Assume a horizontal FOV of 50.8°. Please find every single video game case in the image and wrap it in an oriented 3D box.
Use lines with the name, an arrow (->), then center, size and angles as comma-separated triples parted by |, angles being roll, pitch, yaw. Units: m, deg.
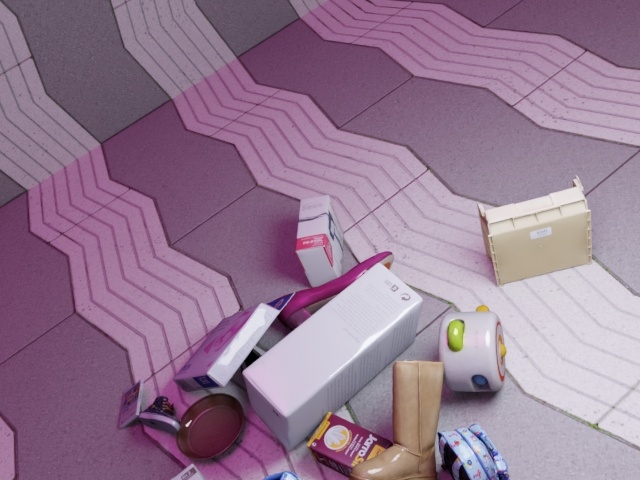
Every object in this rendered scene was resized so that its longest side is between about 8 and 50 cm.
video game case -> -0.547, 0.473, 1.954 | 0.087, 0.011, 0.122 | -40, 35, 26

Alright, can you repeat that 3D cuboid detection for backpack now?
backpack -> 0.326, 0.471, 1.454 | 0.117, 0.173, 0.158 | -29, 40, -5

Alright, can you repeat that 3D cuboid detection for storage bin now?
storage bin -> 0.572, -0.025, 1.801 | 0.262, 0.260, 0.123 | -14, 46, 10

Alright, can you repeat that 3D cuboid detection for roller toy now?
roller toy -> 0.376, 0.267, 1.634 | 0.146, 0.191, 0.209 | -5, 8, 22

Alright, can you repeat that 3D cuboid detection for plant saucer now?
plant saucer -> -0.292, 0.504, 1.812 | 0.198, 0.036, 0.199 | -14, 42, 13

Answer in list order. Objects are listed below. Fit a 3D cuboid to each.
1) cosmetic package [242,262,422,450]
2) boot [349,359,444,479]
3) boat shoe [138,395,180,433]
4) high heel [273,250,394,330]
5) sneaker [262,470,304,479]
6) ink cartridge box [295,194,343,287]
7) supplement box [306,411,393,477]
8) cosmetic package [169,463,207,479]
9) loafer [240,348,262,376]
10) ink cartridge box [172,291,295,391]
cosmetic package -> 0.038, 0.287, 1.688 | 0.453, 0.230, 0.161 | -37, 61, -23
boot -> 0.171, 0.402, 1.503 | 0.089, 0.236, 0.270 | -7, 78, 56
boat shoe -> -0.429, 0.474, 1.859 | 0.183, 0.065, 0.083 | -6, 39, 47
high heel -> 0.034, 0.123, 1.984 | 0.377, 0.127, 0.181 | -38, 53, -11
sneaker -> -0.036, 0.591, 1.532 | 0.240, 0.126, 0.091 | 0, 47, 26
ink cartridge box -> 0.000, 0.000, 2.103 | 0.100, 0.172, 0.237 | -11, 42, 14
supplement box -> 0.076, 0.502, 1.608 | 0.188, 0.081, 0.104 | 15, 54, 36
cosmetic package -> -0.286, 0.648, 1.545 | 0.151, 0.184, 0.151 | -37, 43, -14
loafer -> -0.139, 0.391, 1.814 | 0.109, 0.095, 0.302 | -36, 42, -16
ink cartridge box -> -0.248, 0.271, 1.886 | 0.330, 0.071, 0.324 | -54, 13, -29
